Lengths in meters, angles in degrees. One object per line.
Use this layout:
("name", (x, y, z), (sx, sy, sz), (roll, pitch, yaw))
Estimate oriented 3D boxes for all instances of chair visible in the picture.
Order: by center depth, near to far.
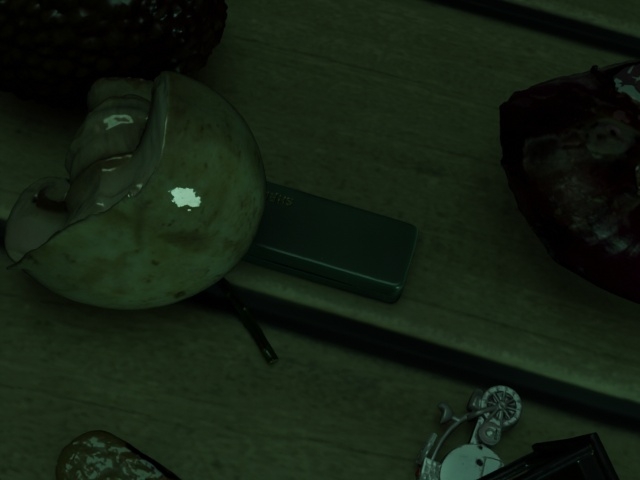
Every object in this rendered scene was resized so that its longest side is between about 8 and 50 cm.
("chair", (0.230, 0.240, 1.220), (0.260, 0.154, 0.141), (-24, 85, -16))

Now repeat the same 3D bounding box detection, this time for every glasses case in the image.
("glasses case", (0.000, 0.000, 1.403), (0.184, 0.039, 0.077), (16, 62, 4))

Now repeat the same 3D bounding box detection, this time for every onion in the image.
("onion", (0.347, -0.058, 1.346), (0.337, 0.282, 0.260), (-13, 97, 1))

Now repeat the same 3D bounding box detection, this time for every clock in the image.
("clock", (0.140, 0.190, 1.315), (0.087, 0.041, 0.129), (23, 67, 3))

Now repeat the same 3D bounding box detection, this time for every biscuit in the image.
("biscuit", (-0.173, 0.226, 1.280), (0.147, 0.018, 0.071), (32, 66, 10))

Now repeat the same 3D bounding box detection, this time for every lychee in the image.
("lychee", (-0.220, -0.242, 1.411), (0.271, 0.236, 0.236), (-29, 67, -2))

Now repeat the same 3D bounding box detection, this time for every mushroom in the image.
("mushroom", (-0.155, -0.041, 1.322), (0.254, 0.189, 0.195), (-32, 38, 25))

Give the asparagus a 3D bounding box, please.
("asparagus", (-0.089, 0.054, 1.380), (0.016, 0.016, 0.163), (-37, 71, -2))
